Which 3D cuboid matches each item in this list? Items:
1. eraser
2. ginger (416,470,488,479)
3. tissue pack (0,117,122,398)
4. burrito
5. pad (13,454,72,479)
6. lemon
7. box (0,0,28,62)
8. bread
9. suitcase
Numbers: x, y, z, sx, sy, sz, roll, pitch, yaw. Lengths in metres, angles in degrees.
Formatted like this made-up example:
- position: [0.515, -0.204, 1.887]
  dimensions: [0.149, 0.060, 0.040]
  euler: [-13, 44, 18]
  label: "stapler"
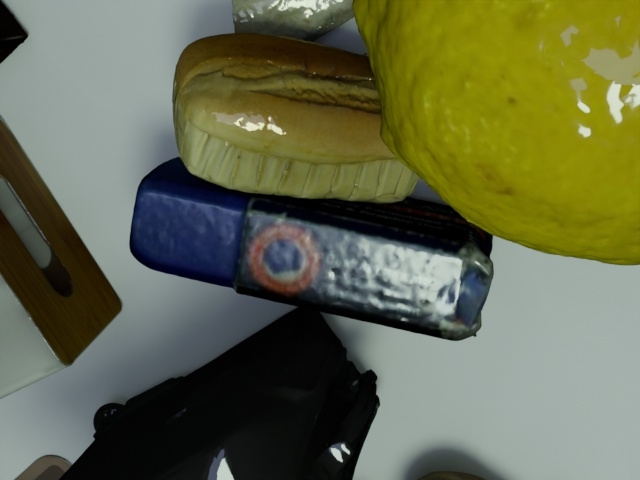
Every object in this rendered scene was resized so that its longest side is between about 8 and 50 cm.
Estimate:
- position: [0.000, 0.000, 0.868]
  dimensions: [0.332, 0.155, 0.101]
  euler: [13, 108, 5]
  label: "eraser"
- position: [0.129, 0.358, 0.960]
  dimensions: [0.304, 0.155, 0.244]
  euler: [-36, 98, 18]
  label: "ginger"
- position: [-0.342, 0.024, 0.921]
  dimensions: [0.136, 0.159, 0.246]
  euler: [-27, 103, 17]
  label: "tissue pack"
- position: [0.011, -0.236, 0.837]
  dimensions: [0.226, 0.060, 0.087]
  euler: [-24, 107, 15]
  label: "burrito"
- position: [-0.286, 0.391, 1.110]
  dimensions: [0.176, 0.002, 0.266]
  euler: [-41, 98, 18]
  label: "pad"
- position: [0.203, -0.161, 0.688]
  dimensions: [0.387, 0.350, 0.349]
  euler: [23, 110, 19]
  label: "lemon"
- position: [-0.529, -0.178, 0.905]
  dimensions: [0.415, 0.116, 0.264]
  euler: [-34, 99, 17]
  label: "box"
- position: [-0.014, -0.112, 0.813]
  dimensions: [0.236, 0.140, 0.106]
  euler: [6, 136, -18]
  label: "bread"
- position: [-0.106, 0.219, 0.852]
  dimensions: [0.339, 0.345, 0.188]
  euler: [-34, 95, 17]
  label: "suitcase"
